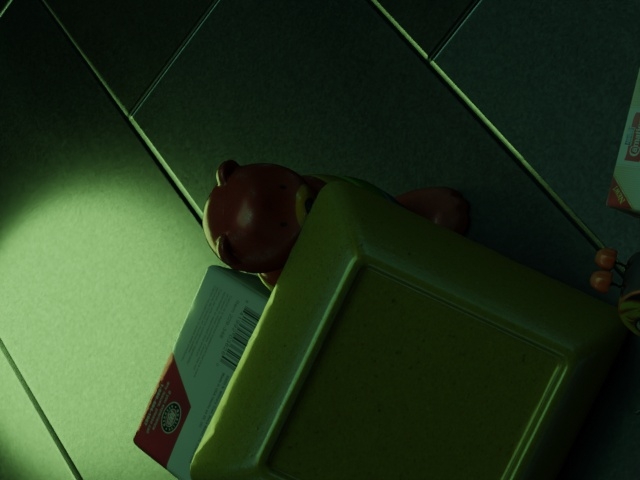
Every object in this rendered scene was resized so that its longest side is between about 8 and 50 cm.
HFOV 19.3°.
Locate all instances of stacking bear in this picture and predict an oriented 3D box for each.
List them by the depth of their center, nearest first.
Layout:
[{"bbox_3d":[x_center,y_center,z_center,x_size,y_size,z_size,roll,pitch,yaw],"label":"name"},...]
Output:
[{"bbox_3d":[0.000,0.000,1.921,0.164,0.289,0.175,-7,72,39],"label":"stacking bear"}]

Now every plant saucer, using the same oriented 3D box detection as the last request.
[{"bbox_3d":[0.087,0.157,1.791,0.081,0.333,0.333,-106,41,-84],"label":"plant saucer"}]

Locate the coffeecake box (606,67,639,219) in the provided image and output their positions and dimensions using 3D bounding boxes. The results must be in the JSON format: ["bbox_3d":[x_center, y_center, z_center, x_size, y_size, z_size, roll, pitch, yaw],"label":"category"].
[{"bbox_3d":[0.378,-0.082,1.773,0.185,0.068,0.142,10,85,42],"label":"coffeecake box"}]

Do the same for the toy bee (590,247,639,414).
[{"bbox_3d":[0.325,0.052,1.642,0.298,0.162,0.195,-51,19,28],"label":"toy bee"}]

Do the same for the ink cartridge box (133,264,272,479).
[{"bbox_3d":[-0.031,0.191,1.994,0.306,0.131,0.226,31,99,41],"label":"ink cartridge box"}]
